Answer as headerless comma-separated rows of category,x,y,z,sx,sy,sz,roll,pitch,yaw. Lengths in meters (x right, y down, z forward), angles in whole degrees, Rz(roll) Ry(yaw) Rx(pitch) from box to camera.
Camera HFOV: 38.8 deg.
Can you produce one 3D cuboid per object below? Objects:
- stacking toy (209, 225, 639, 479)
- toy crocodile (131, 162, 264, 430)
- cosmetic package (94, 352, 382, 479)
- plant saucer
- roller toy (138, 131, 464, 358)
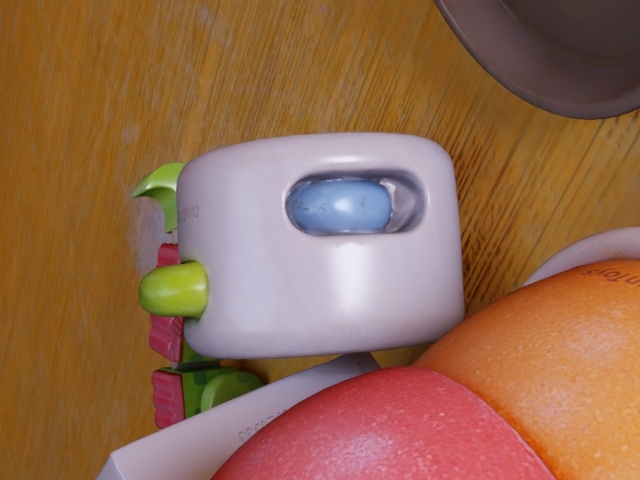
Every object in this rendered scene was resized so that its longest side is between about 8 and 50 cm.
stacking toy,-0.017,0.191,0.343,0.350,0.479,0.351,173,90,-71
toy crocodile,-0.121,0.096,0.881,0.115,0.105,0.341,5,96,57
cosmetic package,-0.087,0.259,0.674,0.156,0.217,0.385,55,139,20
plant saucer,0.119,-0.199,0.474,0.278,0.041,0.278,55,161,30
roller toy,0.000,0.000,0.618,0.191,0.209,0.146,-6,86,27
